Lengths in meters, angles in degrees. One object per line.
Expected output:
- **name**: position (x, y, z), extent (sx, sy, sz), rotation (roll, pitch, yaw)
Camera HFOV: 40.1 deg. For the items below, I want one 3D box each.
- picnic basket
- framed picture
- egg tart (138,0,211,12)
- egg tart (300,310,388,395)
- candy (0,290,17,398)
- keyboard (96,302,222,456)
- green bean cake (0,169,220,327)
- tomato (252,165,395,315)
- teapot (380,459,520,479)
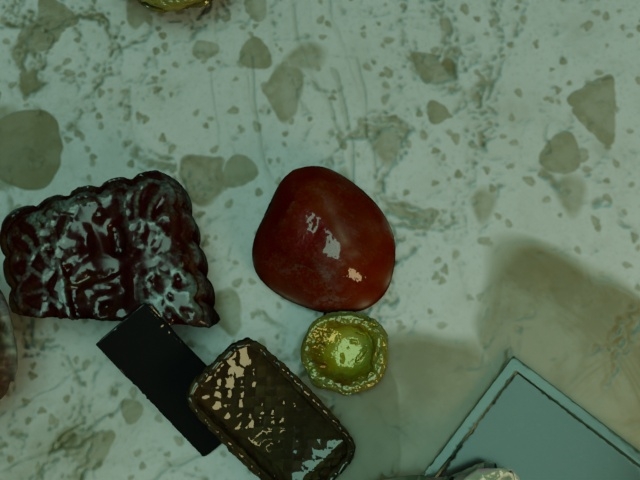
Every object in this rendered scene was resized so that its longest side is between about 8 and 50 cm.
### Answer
- **picnic basket**: position (-0.056, 0.198, 0.974), extent (0.110, 0.055, 0.193), rotation (-43, 102, -5)
- **framed picture**: position (0.260, 0.282, 0.981), extent (0.252, 0.014, 0.197), rotation (38, 83, 10)
- **egg tart**: position (-0.184, -0.368, 1.120), extent (0.191, 0.074, 0.191), rotation (-1, 77, 4)
- **egg tart**: position (0.029, 0.130, 1.016), extent (0.105, 0.039, 0.105), rotation (-1, 78, 3)
- **candy**: position (-0.480, 0.122, 0.985), extent (0.289, 0.157, 0.215), rotation (-5, 81, 18)
- **keyboard**: position (-0.161, 0.158, 0.981), extent (0.074, 0.015, 0.196), rotation (-38, 114, -1)
- **green bean cake**: position (-0.249, 0.031, 1.025), extent (0.232, 0.097, 0.199), rotation (-12, 78, 0)
- **tomato**: position (0.008, -0.003, 1.025), extent (0.174, 0.082, 0.166), rotation (23, 79, 10)
- **teapot**: position (0.108, 0.343, 0.927), extent (0.221, 0.163, 0.178), rotation (-19, 93, -41)
